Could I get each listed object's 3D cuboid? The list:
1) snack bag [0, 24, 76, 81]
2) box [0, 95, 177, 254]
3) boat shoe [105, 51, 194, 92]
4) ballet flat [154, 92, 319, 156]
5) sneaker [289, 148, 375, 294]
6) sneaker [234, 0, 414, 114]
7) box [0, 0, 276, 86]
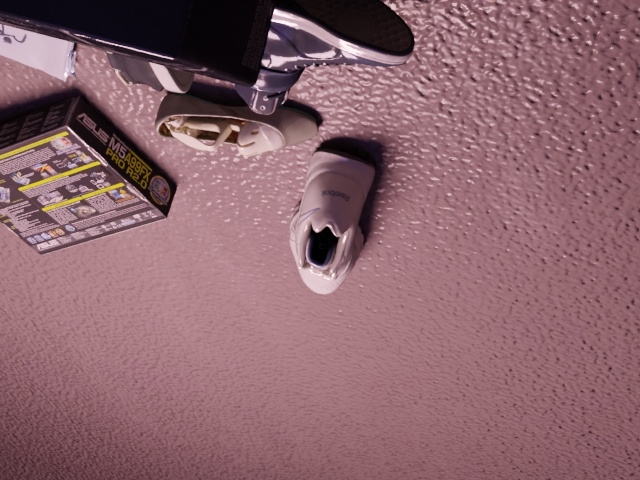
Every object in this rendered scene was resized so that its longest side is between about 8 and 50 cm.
[{"bbox_3d":[-0.431,-0.340,1.497,0.342,0.037,0.323,20,150,-8],"label":"snack bag"},{"bbox_3d":[-0.376,-0.086,1.819,0.270,0.060,0.216,-15,135,34],"label":"box"},{"bbox_3d":[-0.227,-0.268,1.423,0.091,0.114,0.302,3,147,16],"label":"boat shoe"},{"bbox_3d":[-0.110,-0.138,1.611,0.213,0.068,0.072,10,148,13],"label":"ballet flat"},{"bbox_3d":[0.000,0.000,1.711,0.111,0.129,0.297,13,150,5],"label":"sneaker"},{"bbox_3d":[-0.007,-0.205,1.419,0.226,0.086,0.163,22,139,14],"label":"sneaker"},{"bbox_3d":[-0.223,-0.263,1.070,0.343,0.179,0.312,15,-176,7],"label":"box"}]
